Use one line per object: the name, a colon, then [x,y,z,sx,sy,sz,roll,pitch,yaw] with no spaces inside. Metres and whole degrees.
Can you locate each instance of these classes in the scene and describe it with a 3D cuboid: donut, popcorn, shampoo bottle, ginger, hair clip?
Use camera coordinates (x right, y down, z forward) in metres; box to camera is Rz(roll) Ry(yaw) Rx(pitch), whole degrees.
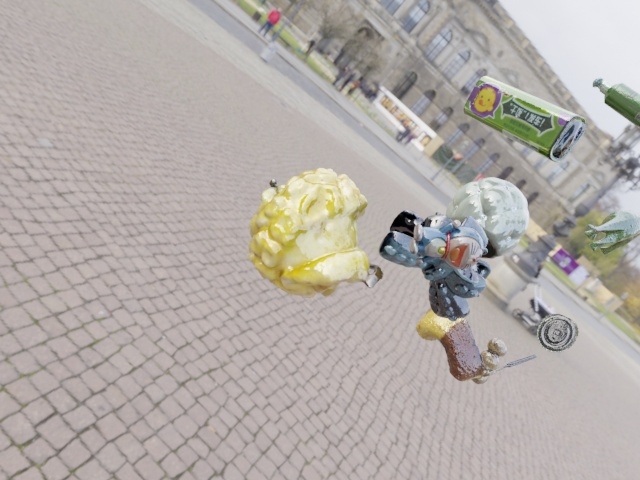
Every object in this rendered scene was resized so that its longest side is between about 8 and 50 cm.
donut: [0.446,0.342,1.750,0.112,0.151,0.295,-24,59,-29]
popcorn: [0.000,0.000,1.287,0.382,0.348,0.349,35,12,24]
shampoo bottle: [0.737,-0.321,1.217,0.204,0.065,0.065,51,18,26]
ginger: [0.659,0.474,2.013,0.080,0.204,0.104,31,11,11]
hair clip: [0.311,0.049,1.308,0.310,0.206,0.194,46,49,-15]

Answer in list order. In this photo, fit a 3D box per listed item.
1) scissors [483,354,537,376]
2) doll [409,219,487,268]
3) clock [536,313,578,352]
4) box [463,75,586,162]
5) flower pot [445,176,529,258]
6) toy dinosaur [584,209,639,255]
scissors: [0.689,0.457,1.878,0.088,0.220,0.017,84,-12,-76]
doll: [0.257,0.010,1.018,0.152,0.114,0.085,11,32,-3]
clock: [0.484,0.191,1.052,0.074,0.083,0.010,28,-11,35]
box: [0.572,-0.352,1.464,0.097,0.134,0.345,10,25,-38]
flower pot: [0.507,-0.072,1.557,0.246,0.195,0.246,35,-17,12]
toy dinosaur: [0.891,-0.068,1.413,0.447,0.301,0.087,4,56,-54]
